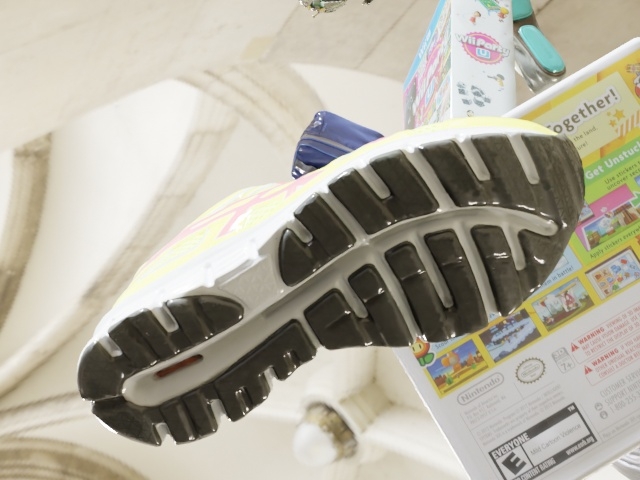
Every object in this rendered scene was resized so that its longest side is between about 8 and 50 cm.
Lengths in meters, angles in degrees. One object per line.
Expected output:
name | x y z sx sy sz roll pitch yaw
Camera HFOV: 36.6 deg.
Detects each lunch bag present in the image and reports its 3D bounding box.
lunch bag | 0.021 -0.081 1.009 0.098 0.065 0.067 22 -34 5

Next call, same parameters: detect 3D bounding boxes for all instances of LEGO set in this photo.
LEGO set | 0.010 -0.140 0.511 0.054 0.083 0.023 54 -37 15

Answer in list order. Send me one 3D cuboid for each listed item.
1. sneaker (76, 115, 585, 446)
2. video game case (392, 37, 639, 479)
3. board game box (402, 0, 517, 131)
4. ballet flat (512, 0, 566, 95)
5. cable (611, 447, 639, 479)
sneaker | 0.000 0.000 0.387 0.208 0.094 0.081 -22 -65 9
video game case | 0.148 0.022 0.575 0.206 0.227 0.026 60 -1 7
board game box | 0.184 -0.169 1.319 0.097 0.303 0.224 12 -38 -8
ballet flat | 0.288 -0.307 1.427 0.213 0.072 0.068 67 -26 20
cable | 0.514 0.238 1.432 0.089 0.257 0.257 42 17 -41
